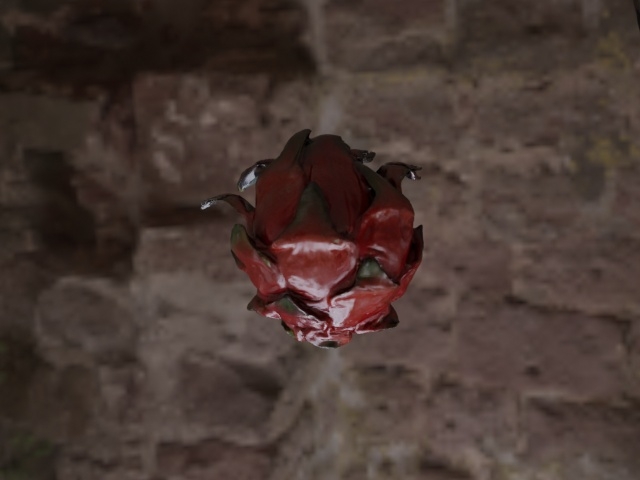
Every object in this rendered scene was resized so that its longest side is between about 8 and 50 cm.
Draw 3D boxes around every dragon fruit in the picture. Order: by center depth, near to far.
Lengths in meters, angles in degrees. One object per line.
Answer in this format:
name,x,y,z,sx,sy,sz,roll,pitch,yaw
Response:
dragon fruit,0.006,-0.002,1.038,0.121,0.142,0.130,-34,155,27

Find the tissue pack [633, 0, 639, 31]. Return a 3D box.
tissue pack,0.297,-0.011,0.610,0.264,0.253,0.416,17,-133,-26
